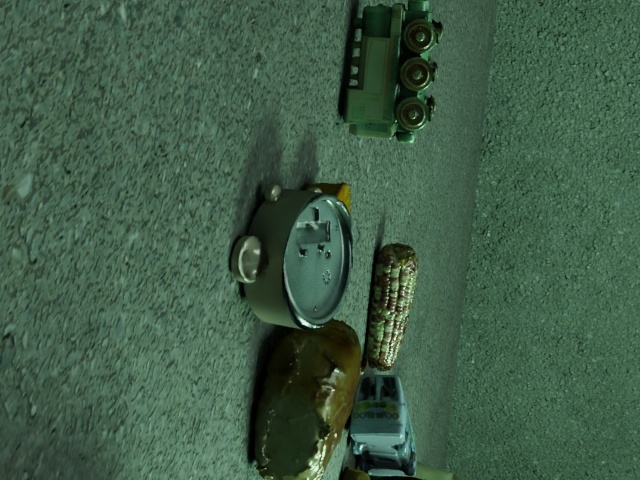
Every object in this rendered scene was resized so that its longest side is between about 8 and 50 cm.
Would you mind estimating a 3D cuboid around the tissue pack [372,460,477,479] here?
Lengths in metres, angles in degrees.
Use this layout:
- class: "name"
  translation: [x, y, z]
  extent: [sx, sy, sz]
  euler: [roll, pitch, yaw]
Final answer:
- class: "tissue pack"
  translation: [0.211, 0.659, 2.281]
  extent: [0.207, 0.297, 0.380]
  euler: [102, 2, -60]

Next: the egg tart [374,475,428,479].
- class: "egg tart"
  translation: [0.160, 0.523, 2.097]
  extent: [0.202, 0.202, 0.147]
  euler: [-16, 114, -76]

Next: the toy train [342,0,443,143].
- class: "toy train"
  translation: [0.096, -0.227, 1.518]
  extent: [0.081, 0.125, 0.194]
  euler: [-59, 154, -75]

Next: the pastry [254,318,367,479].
- class: "pastry"
  translation: [-0.014, 0.197, 1.416]
  extent: [0.229, 0.100, 0.218]
  euler: [90, 19, -56]

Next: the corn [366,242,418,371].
- class: "corn"
  translation: [0.121, 0.120, 2.022]
  extent: [0.079, 0.079, 0.237]
  euler: [-49, 151, -67]

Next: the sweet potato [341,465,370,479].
- class: "sweet potato"
  translation: [0.056, 0.526, 2.028]
  extent: [0.077, 0.077, 0.244]
  euler: [14, 84, -77]

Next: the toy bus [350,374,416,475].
- class: "toy bus"
  translation: [0.122, 0.354, 2.132]
  extent: [0.330, 0.109, 0.136]
  euler: [72, 21, -65]

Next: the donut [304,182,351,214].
- class: "donut"
  translation: [0.000, 0.000, 1.417]
  extent: [0.152, 0.058, 0.152]
  euler: [9, 90, -78]

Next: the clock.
- class: "clock"
  translation: [-0.019, 0.018, 1.251]
  extent: [0.229, 0.063, 0.156]
  euler: [2, 96, -62]
